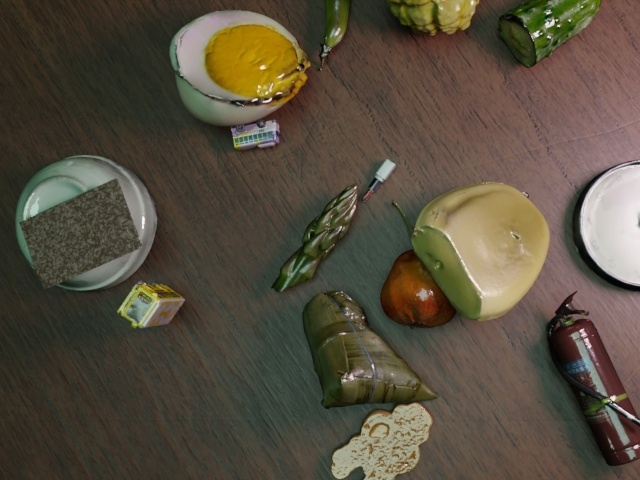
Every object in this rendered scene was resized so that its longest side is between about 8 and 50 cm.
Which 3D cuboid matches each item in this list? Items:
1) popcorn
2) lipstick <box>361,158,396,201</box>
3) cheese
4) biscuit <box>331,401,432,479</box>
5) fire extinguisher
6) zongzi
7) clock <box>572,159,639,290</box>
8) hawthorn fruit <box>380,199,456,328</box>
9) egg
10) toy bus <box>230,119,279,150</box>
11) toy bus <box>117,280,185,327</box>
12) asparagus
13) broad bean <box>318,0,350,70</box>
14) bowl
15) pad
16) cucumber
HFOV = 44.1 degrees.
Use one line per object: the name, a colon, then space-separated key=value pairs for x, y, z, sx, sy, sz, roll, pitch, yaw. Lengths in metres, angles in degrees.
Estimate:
popcorn: x=0.247 y=-0.541 z=1.649 sx=0.256 sy=0.254 sz=0.195 roll=-29 pitch=58 yaw=-23
lipstick: x=0.123 y=-0.128 z=1.713 sx=0.025 sy=0.025 sz=0.107 roll=38 pitch=95 yaw=10
cheese: x=0.341 y=0.002 z=1.578 sx=0.316 sy=0.128 sz=0.259 roll=-30 pitch=93 yaw=-39
biscuit: x=0.133 y=0.433 z=1.648 sx=0.236 sy=0.040 sz=0.144 roll=-44 pitch=89 yaw=-2
fire extinguisher: x=0.549 y=0.270 z=1.573 sx=0.105 sy=0.141 sz=0.341 roll=-18 pitch=81 yaw=-34
zongzi: x=0.104 y=0.224 z=1.646 sx=0.275 sy=0.125 sz=0.250 roll=6 pitch=51 yaw=-30
clock: x=0.666 y=-0.032 z=1.625 sx=0.281 sy=0.055 sz=0.280 roll=-1 pitch=83 yaw=7
hawthorn fruit: x=0.202 y=0.046 z=1.650 sx=0.165 sy=0.165 sz=0.285 roll=-5 pitch=60 yaw=6
egg: x=-0.177 y=-0.354 z=1.706 sx=0.287 sy=0.174 sz=0.264 roll=-27 pitch=69 yaw=-21
toy bus: x=-0.141 y=-0.231 z=1.739 sx=0.102 sy=0.052 sz=0.058 roll=-9 pitch=85 yaw=7
toy bus: x=-0.351 y=0.135 z=1.638 sx=0.074 sy=0.226 sz=0.081 roll=36 pitch=88 yaw=5
asparagus: x=0.000 y=0.000 z=1.688 sx=0.080 sy=0.080 sz=0.287 roll=33 pitch=97 yaw=9
broad bean: x=0.032 y=-0.542 z=1.744 sx=0.075 sy=0.067 sz=0.324 roll=1 pitch=82 yaw=19
bowl: x=-0.529 y=-0.043 z=1.715 sx=0.308 sy=0.163 sz=0.306 roll=-1 pitch=85 yaw=9
pad: x=-0.493 y=-0.012 z=1.620 sx=0.235 sy=0.003 sz=0.158 roll=-23 pitch=81 yaw=7
cucumber: x=0.506 y=-0.476 z=1.664 sx=0.245 sy=0.134 sz=0.134 roll=-32 pitch=81 yaw=-7
